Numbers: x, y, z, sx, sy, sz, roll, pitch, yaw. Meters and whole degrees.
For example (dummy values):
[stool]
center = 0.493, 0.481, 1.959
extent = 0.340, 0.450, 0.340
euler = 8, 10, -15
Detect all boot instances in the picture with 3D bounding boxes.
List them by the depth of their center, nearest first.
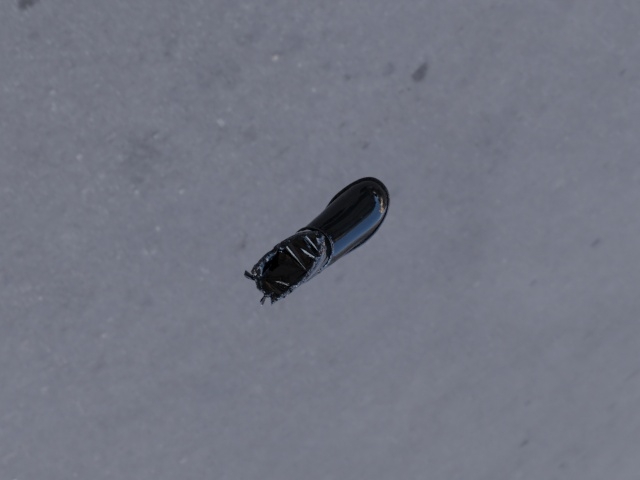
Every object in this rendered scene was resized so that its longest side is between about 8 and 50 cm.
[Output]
[boot]
center = 0.000, -0.001, 0.854
extent = 0.121, 0.045, 0.099
euler = -41, 176, 10
